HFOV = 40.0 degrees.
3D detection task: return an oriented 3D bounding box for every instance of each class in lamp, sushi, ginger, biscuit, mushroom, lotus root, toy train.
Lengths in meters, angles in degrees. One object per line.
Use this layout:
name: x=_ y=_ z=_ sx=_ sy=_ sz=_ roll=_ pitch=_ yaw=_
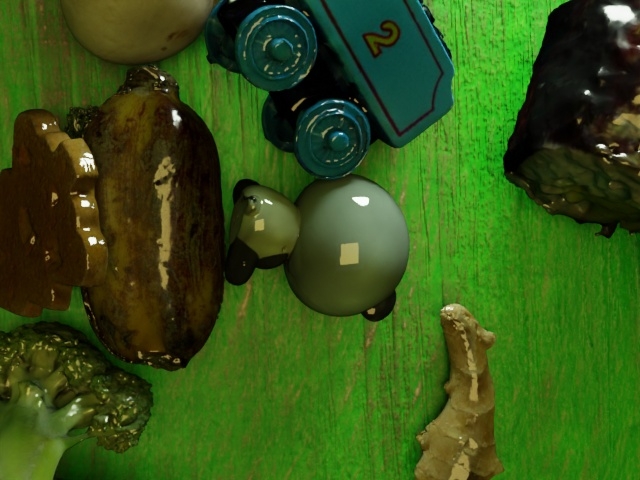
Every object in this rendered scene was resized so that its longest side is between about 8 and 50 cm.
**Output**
lamp: x=0.000 y=0.000 z=1.173 sx=0.243 sy=0.197 sz=0.198 roll=11 pitch=92 yaw=-15
sushi: x=0.414 y=-0.168 z=1.166 sx=0.299 sy=0.281 sz=0.294 roll=21 pitch=84 yaw=8
ginger: x=0.197 y=0.239 z=1.274 sx=0.131 sy=0.086 sz=0.295 roll=-2 pitch=85 yaw=2
biscuit: x=-0.362 y=-0.015 z=1.129 sx=0.043 sy=0.301 sz=0.278 roll=-1 pitch=57 yaw=-45
mushroom: x=-0.246 y=-0.338 z=1.144 sx=0.204 sy=0.204 sz=0.204 roll=0 pitch=93 yaw=-7
lotus root: x=-0.220 y=-0.025 z=1.149 sx=0.195 sy=0.179 sz=0.398 roll=-1 pitch=91 yaw=-9
toy train: x=0.019 y=-0.242 z=1.146 sx=0.265 sy=0.188 sz=0.300 roll=-38 pitch=119 yaw=-5

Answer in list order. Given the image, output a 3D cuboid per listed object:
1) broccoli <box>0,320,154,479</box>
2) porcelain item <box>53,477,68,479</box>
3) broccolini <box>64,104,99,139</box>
broccoli: x=-0.344 y=0.240 z=1.119 sx=0.254 sy=0.302 sz=0.186 roll=-17 pitch=136 yaw=-33
porcelain item: x=-0.318 y=0.467 z=1.105 sx=0.285 sy=0.157 sz=0.281 roll=21 pitch=62 yaw=17
broccolini: x=-0.338 y=-0.068 z=1.201 sx=0.051 sy=0.054 sz=0.239 roll=10 pitch=94 yaw=-22
